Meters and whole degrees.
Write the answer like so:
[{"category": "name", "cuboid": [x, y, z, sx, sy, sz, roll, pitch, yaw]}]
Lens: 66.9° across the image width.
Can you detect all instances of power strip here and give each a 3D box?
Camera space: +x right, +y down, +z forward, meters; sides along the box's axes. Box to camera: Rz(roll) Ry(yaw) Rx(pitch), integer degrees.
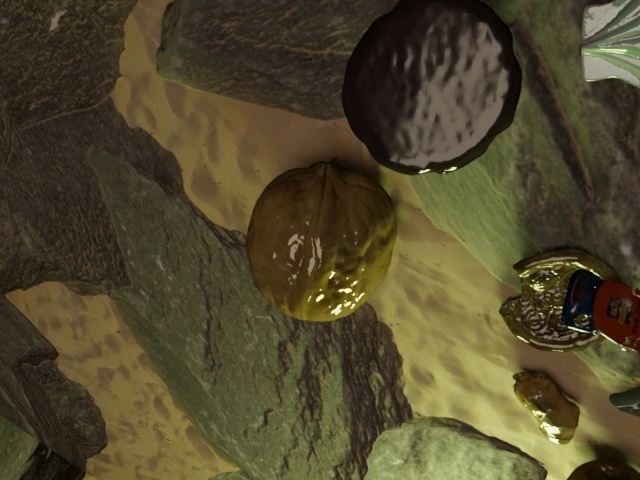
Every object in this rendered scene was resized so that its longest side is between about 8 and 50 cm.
[{"category": "power strip", "cuboid": [0.632, 0.265, 0.898, 0.137, 0.044, 0.216, 13, 119, 19]}]

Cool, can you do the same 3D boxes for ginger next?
[{"category": "ginger", "cuboid": [0.472, 0.348, 1.003, 0.190, 0.069, 0.095, 50, 146, -5]}]

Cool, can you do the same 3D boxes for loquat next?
[{"category": "loquat", "cuboid": [0.594, 0.559, 0.990, 0.179, 0.179, 0.228, -2, 117, 26]}]

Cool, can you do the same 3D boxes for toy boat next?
[{"category": "toy boat", "cuboid": [0.507, -0.291, 0.640, 0.290, 0.100, 0.200, -1, 114, 25]}]

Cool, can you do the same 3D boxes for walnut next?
[{"category": "walnut", "cuboid": [0.000, -0.001, 0.941, 0.277, 0.252, 0.313, 21, 119, 28]}]

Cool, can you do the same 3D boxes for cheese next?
[{"category": "cheese", "cuboid": [0.574, 0.144, 0.791, 0.329, 0.217, 0.129, 19, 161, 20]}]

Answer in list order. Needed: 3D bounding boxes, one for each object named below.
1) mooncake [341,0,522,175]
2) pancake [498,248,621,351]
[{"category": "mooncake", "cuboid": [0.182, -0.248, 0.794, 0.282, 0.141, 0.283, 7, 108, 21]}, {"category": "pancake", "cuboid": [0.455, 0.119, 0.919, 0.211, 0.029, 0.235, 9, 120, 20]}]
